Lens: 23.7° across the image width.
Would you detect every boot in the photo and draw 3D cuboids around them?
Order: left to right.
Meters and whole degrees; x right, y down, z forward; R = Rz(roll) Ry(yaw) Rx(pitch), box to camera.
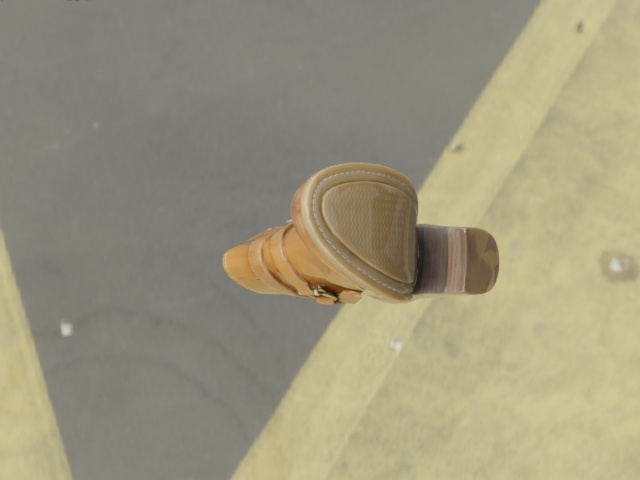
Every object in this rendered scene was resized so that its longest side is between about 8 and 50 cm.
[{"bbox_3d":[0.000,0.000,1.342,0.220,0.283,0.109,-1,84,35],"label":"boot"}]
